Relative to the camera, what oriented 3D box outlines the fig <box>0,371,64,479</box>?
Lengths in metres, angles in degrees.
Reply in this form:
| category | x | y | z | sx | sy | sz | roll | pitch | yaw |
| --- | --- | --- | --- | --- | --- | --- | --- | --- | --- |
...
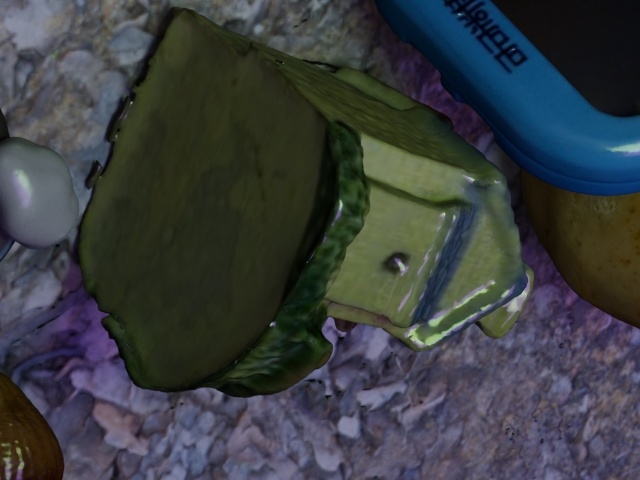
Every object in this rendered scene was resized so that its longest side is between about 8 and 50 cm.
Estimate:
| category | x | y | z | sx | sy | sz | roll | pitch | yaw |
| --- | --- | --- | --- | --- | --- | --- | --- | --- | --- |
| fig | -0.277 | 0.154 | 1.574 | 0.119 | 0.153 | 0.119 | -30 | 164 | -10 |

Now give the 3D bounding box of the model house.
| category | x | y | z | sx | sy | sz | roll | pitch | yaw |
| --- | --- | --- | --- | --- | --- | --- | --- | --- | --- |
| model house | 0.000 | 0.000 | 1.541 | 0.266 | 0.321 | 0.261 | 14 | 108 | -36 |

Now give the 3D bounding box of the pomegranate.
| category | x | y | z | sx | sy | sz | roll | pitch | yaw |
| --- | --- | --- | --- | --- | --- | --- | --- | --- | --- |
| pomegranate | 0.321 | -0.064 | 1.729 | 0.307 | 0.307 | 0.307 | -12 | 115 | -27 |

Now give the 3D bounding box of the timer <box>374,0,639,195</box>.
| category | x | y | z | sx | sy | sz | roll | pitch | yaw |
| --- | --- | --- | --- | --- | --- | --- | --- | --- | --- |
| timer | 0.221 | -0.209 | 1.590 | 0.309 | 0.340 | 0.115 | -35 | 159 | -15 |

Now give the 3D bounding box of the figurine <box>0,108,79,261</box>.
| category | x | y | z | sx | sy | sz | roll | pitch | yaw |
| --- | --- | --- | --- | --- | --- | --- | --- | --- | --- |
| figurine | -0.373 | -0.004 | 1.367 | 0.365 | 0.206 | 0.218 | -38 | 110 | -10 |
